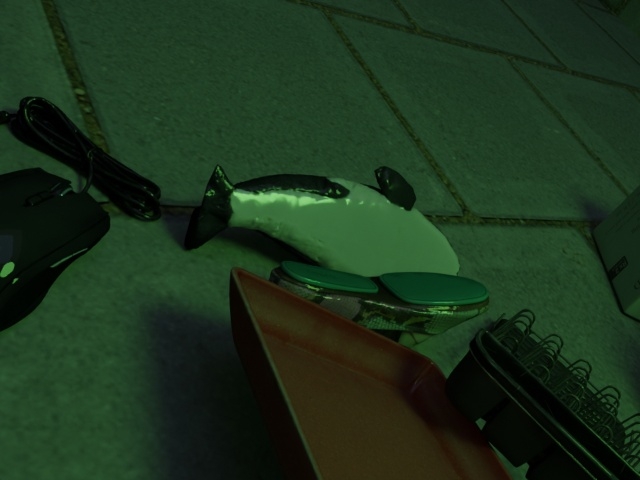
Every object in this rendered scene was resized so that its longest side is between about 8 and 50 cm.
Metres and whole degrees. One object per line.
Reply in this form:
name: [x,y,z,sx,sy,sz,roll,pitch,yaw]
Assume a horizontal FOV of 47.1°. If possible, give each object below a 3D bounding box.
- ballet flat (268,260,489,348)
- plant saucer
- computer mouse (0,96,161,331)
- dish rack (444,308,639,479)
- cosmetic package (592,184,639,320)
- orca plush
ballet flat: [0.052,0.067,0.687,0.221,0.079,0.077,5,20,-22]
plant saucer: [0.051,0.154,0.534,0.258,0.048,0.259,29,19,-38]
computer mouse: [-0.252,-0.045,0.589,0.184,0.060,0.262,37,35,2]
dish rack: [0.233,0.154,0.708,0.208,0.074,0.271,45,24,12]
cosmetic package: [0.517,0.022,1.052,0.151,0.151,0.184,24,36,-15]
orca plush: [0.000,0.000,0.750,0.287,0.102,0.151,0,92,-26]
